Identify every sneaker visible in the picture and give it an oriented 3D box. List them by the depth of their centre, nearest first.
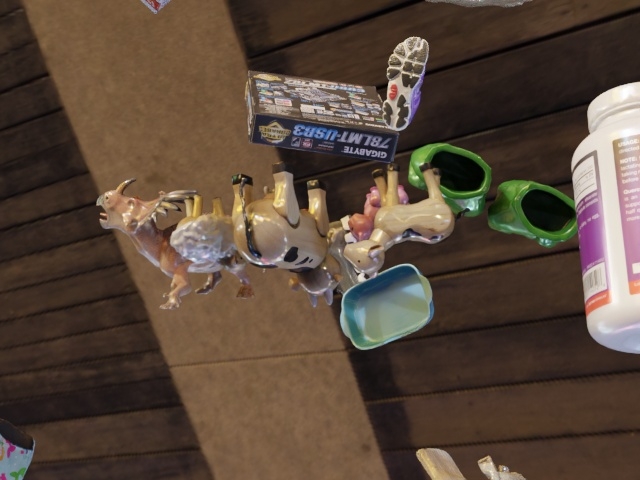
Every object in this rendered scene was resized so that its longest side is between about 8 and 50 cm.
[{"bbox_3d":[0.156,-0.285,1.529,0.068,0.071,0.170,23,114,20],"label":"sneaker"},{"bbox_3d":[0.040,0.070,1.754,0.106,0.078,0.234,-12,85,-1],"label":"sneaker"}]

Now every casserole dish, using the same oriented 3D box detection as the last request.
[{"bbox_3d":[0.116,0.112,1.414,0.188,0.037,0.114,-28,69,34],"label":"casserole dish"}]

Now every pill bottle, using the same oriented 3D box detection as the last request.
[{"bbox_3d":[0.418,-0.030,1.069,0.181,0.181,0.323,-12,65,32],"label":"pill bottle"}]

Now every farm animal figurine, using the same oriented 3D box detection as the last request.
[{"bbox_3d":[0.000,0.000,1.208,0.330,0.327,0.172,-20,70,42],"label":"farm animal figurine"}]

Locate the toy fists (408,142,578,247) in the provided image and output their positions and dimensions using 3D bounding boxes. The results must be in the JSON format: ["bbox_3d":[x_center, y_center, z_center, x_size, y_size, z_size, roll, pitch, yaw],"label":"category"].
[{"bbox_3d":[0.267,-0.069,1.315,0.279,0.142,0.096,23,97,0],"label":"toy fists"}]

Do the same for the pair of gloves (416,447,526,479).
[{"bbox_3d":[0.288,0.438,1.418,0.240,0.204,0.042,20,119,-31],"label":"pair of gloves"}]

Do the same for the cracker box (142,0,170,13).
[{"bbox_3d":[-0.230,-0.420,1.098,0.156,0.067,0.232,43,154,-7],"label":"cracker box"}]

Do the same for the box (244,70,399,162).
[{"bbox_3d":[-0.007,-0.266,1.766,0.296,0.293,0.073,6,116,-11],"label":"box"}]

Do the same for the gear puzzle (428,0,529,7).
[{"bbox_3d":[0.118,-0.213,0.633,0.339,0.175,0.044,12,100,50],"label":"gear puzzle"}]

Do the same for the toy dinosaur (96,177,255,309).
[{"bbox_3d":[-0.201,-0.003,1.384,0.127,0.296,0.200,8,100,52],"label":"toy dinosaur"}]

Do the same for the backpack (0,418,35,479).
[{"bbox_3d":[-0.572,0.383,1.254,0.225,0.253,0.191,-8,147,29],"label":"backpack"}]
